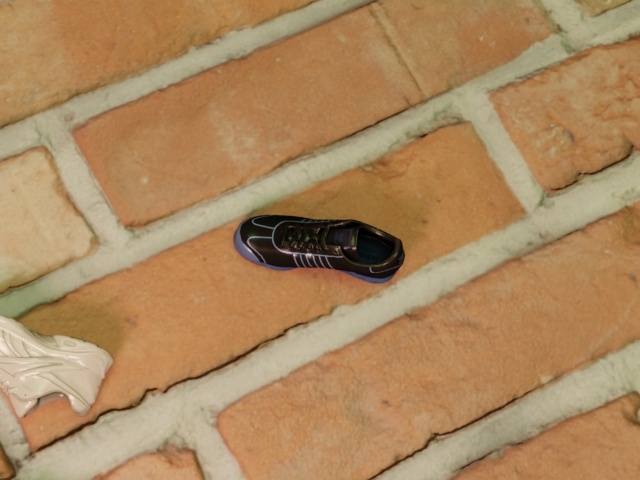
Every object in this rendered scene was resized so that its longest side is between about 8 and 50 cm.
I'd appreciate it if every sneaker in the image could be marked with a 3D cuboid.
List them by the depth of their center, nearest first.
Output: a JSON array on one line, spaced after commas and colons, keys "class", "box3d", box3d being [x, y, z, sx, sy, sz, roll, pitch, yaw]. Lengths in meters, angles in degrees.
[{"class": "sneaker", "box3d": [-0.388, 0.164, 1.897, 0.232, 0.090, 0.115, 15, 72, 0]}, {"class": "sneaker", "box3d": [0.000, 0.000, 2.004, 0.232, 0.090, 0.081, 9, 69, -4]}]
